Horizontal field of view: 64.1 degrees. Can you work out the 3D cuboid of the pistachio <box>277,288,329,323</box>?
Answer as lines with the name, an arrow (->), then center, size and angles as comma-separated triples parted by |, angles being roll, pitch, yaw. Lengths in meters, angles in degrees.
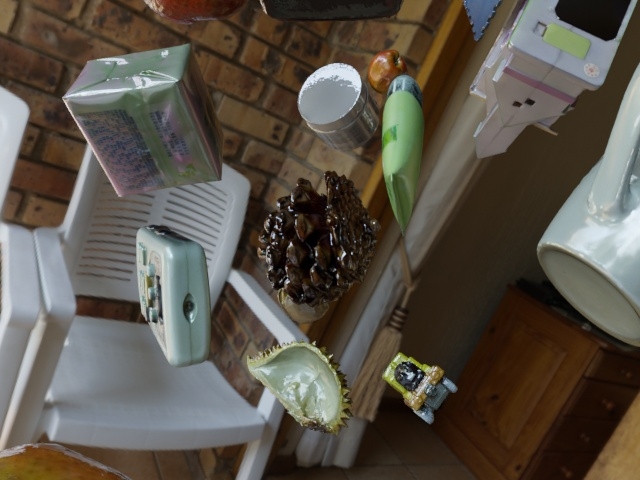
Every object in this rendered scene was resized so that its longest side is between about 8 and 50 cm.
pistachio -> -0.043, 0.147, 1.264 | 0.149, 0.113, 0.113 | 27, 7, -41

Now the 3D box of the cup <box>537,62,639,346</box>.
cup -> 0.318, -0.050, 0.464 | 0.258, 0.234, 0.186 | 52, -3, -29

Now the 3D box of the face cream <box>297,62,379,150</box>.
face cream -> 0.051, -0.340, 1.322 | 0.177, 0.177, 0.153 | 32, -2, 31

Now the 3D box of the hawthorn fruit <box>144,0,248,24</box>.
hawthorn fruit -> -0.257, -0.616, 1.083 | 0.275, 0.300, 0.275 | 19, 28, -11

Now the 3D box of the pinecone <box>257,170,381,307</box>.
pinecone -> -0.007, -0.001, 1.115 | 0.242, 0.296, 0.298 | 33, 42, -16

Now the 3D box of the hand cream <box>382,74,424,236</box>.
hand cream -> 0.087, -0.103, 0.556 | 0.045, 0.175, 0.095 | 1, -33, 16

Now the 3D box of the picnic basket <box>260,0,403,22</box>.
picnic basket -> 0.014, -0.455, 0.838 | 0.296, 0.129, 0.223 | 1, -34, 4

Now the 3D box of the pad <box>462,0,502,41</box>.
pad -> 0.272, -0.500, 0.792 | 0.012, 0.269, 0.270 | 1, 61, -12

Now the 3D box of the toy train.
toy train -> 0.182, 0.274, 0.980 | 0.127, 0.089, 0.219 | 36, -9, 14

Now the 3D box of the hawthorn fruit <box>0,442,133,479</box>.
hawthorn fruit -> -0.368, 0.498, 0.590 | 0.471, 0.472, 0.472 | 24, 11, -5

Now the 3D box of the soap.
soap -> -0.269, -0.189, 0.823 | 0.182, 0.199, 0.138 | -9, 46, 4

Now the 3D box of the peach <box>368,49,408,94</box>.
peach -> 0.158, -0.402, 1.231 | 0.100, 0.101, 0.101 | 24, 11, -5

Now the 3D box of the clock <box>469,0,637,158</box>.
clock -> 0.360, -0.282, 0.853 | 0.166, 0.235, 0.309 | 28, -16, 4

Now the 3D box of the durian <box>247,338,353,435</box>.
durian -> -0.027, 0.271, 0.996 | 0.252, 0.139, 0.144 | 41, -12, 25

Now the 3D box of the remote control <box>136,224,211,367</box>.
remote control -> -0.198, 0.053, 0.653 | 0.056, 0.140, 0.296 | -3, 7, -26
